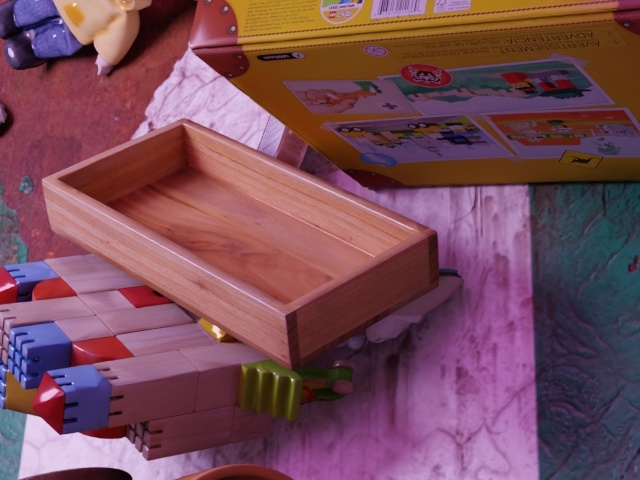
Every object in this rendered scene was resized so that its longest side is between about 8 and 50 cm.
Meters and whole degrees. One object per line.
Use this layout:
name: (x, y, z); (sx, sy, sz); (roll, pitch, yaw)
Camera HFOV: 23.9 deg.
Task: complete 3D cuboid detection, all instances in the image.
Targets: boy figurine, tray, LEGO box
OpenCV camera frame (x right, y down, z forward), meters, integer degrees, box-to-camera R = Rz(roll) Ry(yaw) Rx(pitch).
boy figurine: (-0.309, -0.308, 2.015); (0.285, 0.177, 0.092); (-14, 12, 38)
tray: (-0.093, -0.008, 1.597); (0.202, 0.076, 0.411); (-28, 37, -33)
LEGO box: (0.185, -0.208, 1.493); (0.500, 0.372, 0.193); (0, 70, 31)

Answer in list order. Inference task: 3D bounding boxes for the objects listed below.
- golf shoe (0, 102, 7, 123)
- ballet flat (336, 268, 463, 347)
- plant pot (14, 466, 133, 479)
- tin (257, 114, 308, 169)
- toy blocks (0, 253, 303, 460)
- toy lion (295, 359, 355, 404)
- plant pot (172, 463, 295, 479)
golf shoe: (-0.513, -0.199, 2.117); (0.176, 0.086, 0.069); (28, 78, 38)
ballet flat: (0.042, 0.075, 1.629); (0.248, 0.086, 0.086); (-4, 62, 32)
plant pot: (-0.274, 0.383, 1.569); (0.215, 0.215, 0.230); (-25, 67, 17)
tin: (-0.037, -0.131, 1.780); (0.106, 0.040, 0.190); (-23, 44, 61)
toy blocks: (-0.231, 0.119, 1.605); (0.381, 0.260, 0.191); (37, 126, 49)
toy lion: (-0.020, 0.154, 1.613); (0.100, 0.096, 0.034); (9, 61, -9)
plant pot: (-0.130, 0.370, 1.442); (0.203, 0.291, 0.291); (-16, 54, 43)
